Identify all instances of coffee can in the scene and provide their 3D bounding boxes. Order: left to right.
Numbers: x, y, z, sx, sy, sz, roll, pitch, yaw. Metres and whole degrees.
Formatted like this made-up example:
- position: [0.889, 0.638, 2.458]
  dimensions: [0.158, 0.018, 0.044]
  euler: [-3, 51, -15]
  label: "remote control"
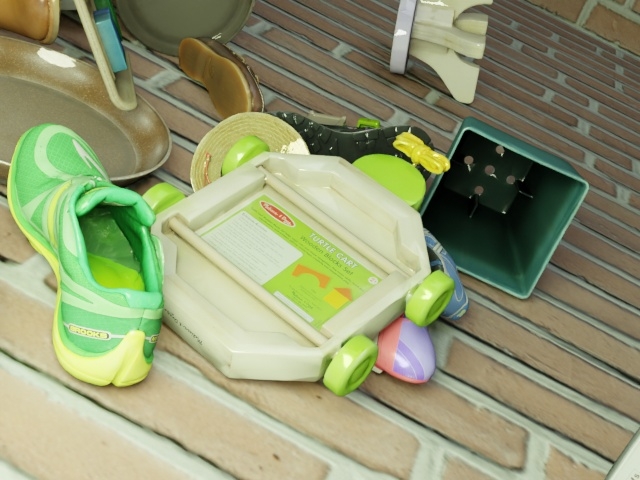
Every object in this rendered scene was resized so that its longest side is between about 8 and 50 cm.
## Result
- position: [-0.218, -0.425, 1.572]
  dimensions: [0.202, 0.201, 0.275]
  euler: [14, 28, -22]
  label: "coffee can"

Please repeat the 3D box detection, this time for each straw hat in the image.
- position: [-0.085, -0.074, 1.190]
  dimensions: [0.145, 0.144, 0.061]
  euler: [17, -13, -17]
  label: "straw hat"

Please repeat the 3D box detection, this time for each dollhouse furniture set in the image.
- position: [0.039, -0.135, 1.468]
  dimensions: [0.152, 0.058, 0.076]
  euler: [11, 31, 15]
  label: "dollhouse furniture set"

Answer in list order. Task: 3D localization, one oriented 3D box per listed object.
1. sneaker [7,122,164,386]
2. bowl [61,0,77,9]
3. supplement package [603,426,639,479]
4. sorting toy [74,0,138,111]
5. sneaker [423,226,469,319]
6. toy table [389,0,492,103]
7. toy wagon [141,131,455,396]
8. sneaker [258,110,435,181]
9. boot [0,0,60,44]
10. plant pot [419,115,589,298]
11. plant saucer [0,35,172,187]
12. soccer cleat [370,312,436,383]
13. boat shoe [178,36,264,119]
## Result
- position: [-0.190, -0.011, 0.901]
  dimensions: [0.110, 0.123, 0.295]
  euler: [8, 38, -38]
  label: "sneaker"
- position: [-0.367, -0.362, 1.458]
  dimensions: [0.142, 0.053, 0.142]
  euler: [-2, 30, -2]
  label: "bowl"
- position: [0.372, 0.257, 0.908]
  dimensions: [0.244, 0.133, 0.139]
  euler: [34, 27, 17]
  label: "supplement package"
- position: [-0.271, -0.304, 1.223]
  dimensions: [0.041, 0.229, 0.307]
  euler: [-21, 31, -2]
  label: "sorting toy"
- position: [0.101, 0.022, 1.194]
  dimensions: [0.081, 0.080, 0.211]
  euler: [37, 15, -35]
  label: "sneaker"
- position: [0.218, -0.382, 1.861]
  dimensions: [0.161, 0.252, 0.274]
  euler: [11, 37, 5]
  label: "toy table"
- position: [0.000, 0.000, 1.009]
  dimensions: [0.267, 0.068, 0.344]
  euler: [37, 49, 22]
  label: "toy wagon"
- position: [-0.007, -0.103, 1.319]
  dimensions: [0.283, 0.107, 0.124]
  euler: [3, 4, -25]
  label: "sneaker"
- position: [-0.436, -0.303, 1.224]
  dimensions: [0.220, 0.109, 0.283]
  euler: [-1, 23, -33]
  label: "boot"
- position: [0.225, -0.063, 1.355]
  dimensions: [0.166, 0.165, 0.234]
  euler: [25, 18, -1]
  label: "plant pot"
- position: [-0.316, -0.133, 1.123]
  dimensions: [0.311, 0.050, 0.310]
  euler: [21, 26, -11]
  label: "plant saucer"
- position: [0.063, 0.045, 1.072]
  dimensions: [0.083, 0.095, 0.248]
  euler: [13, 29, -25]
  label: "soccer cleat"
- position: [-0.122, -0.225, 1.433]
  dimensions: [0.073, 0.073, 0.207]
  euler: [2, 35, -36]
  label: "boat shoe"
